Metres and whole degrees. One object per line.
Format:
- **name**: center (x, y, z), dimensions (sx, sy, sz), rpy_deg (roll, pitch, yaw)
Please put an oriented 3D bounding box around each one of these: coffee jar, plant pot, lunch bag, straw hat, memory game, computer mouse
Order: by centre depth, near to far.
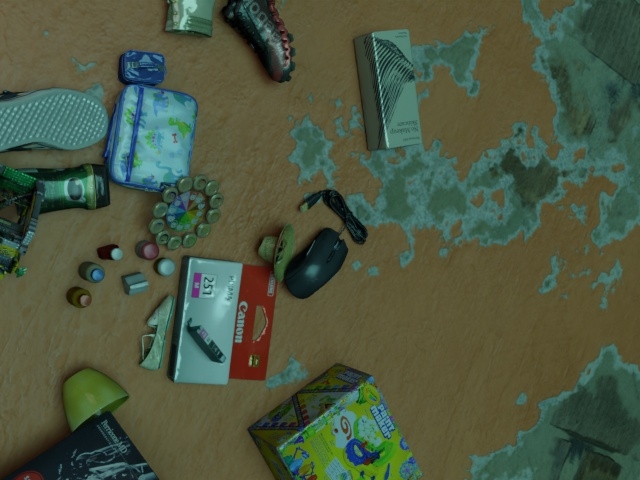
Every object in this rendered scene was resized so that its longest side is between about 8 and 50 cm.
- **coffee jar**: center (-0.517, -0.103, 1.692), dimensions (0.184, 0.079, 0.096), rpy_deg (-7, 100, -26)
- **plant pot**: center (-0.473, 0.317, 1.725), dimensions (0.134, 0.134, 0.095), rpy_deg (-32, 80, -22)
- **lunch bag**: center (-0.369, -0.358, 1.762), dimensions (0.098, 0.065, 0.067), rpy_deg (-1, 93, -27)
- **lunch bag**: center (-0.357, -0.210, 1.766), dimensions (0.176, 0.090, 0.219), rpy_deg (11, 87, -25)
- **memory game**: center (-0.283, -0.059, 1.801), dimensions (0.186, 0.012, 0.186), rpy_deg (-28, 137, -29)
- **straw hat**: center (-0.109, 0.020, 1.914), dimensions (0.061, 0.144, 0.145), rpy_deg (11, 87, 12)
- **computer mouse**: center (0.000, 0.000, 1.963), dimensions (0.262, 0.060, 0.184), rpy_deg (-44, 110, -26)

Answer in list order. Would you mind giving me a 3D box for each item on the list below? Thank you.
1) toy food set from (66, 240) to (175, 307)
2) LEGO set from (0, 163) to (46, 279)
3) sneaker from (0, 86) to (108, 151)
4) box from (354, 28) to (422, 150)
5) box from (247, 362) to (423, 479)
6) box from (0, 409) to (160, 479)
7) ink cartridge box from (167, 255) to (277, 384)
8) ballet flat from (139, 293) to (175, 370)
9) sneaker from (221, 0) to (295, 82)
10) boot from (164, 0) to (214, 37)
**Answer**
- **toy food set**: center (-0.407, 0.064, 1.744), dimensions (0.232, 0.104, 0.111), rpy_deg (-15, 100, -26)
- **LEGO set**: center (-0.657, -0.027, 1.514), dimensions (0.331, 0.192, 0.255), rpy_deg (32, 116, -30)
- **sneaker**: center (-0.573, -0.234, 1.643), dimensions (0.321, 0.127, 0.126), rpy_deg (-13, 106, -51)
- **box**: center (0.162, -0.358, 2.020), dimensions (0.113, 0.094, 0.275), rpy_deg (-13, 98, -26)
- **box**: center (0.037, 0.492, 1.959), dimensions (0.279, 0.177, 0.290), rpy_deg (-32, 106, -22)
- **box**: center (-0.438, 0.563, 1.610), dimensions (0.312, 0.343, 0.179), rpy_deg (-32, 144, -23)
- **ink cartridge box**: center (-0.205, 0.183, 1.883), dimensions (0.238, 0.060, 0.275), rpy_deg (7, 90, -26)
- **ballet flat**: center (-0.353, 0.196, 1.810), dimensions (0.052, 0.057, 0.168), rpy_deg (12, 87, -18)
- **sneaker**: center (-0.144, -0.475, 1.854), dimensions (0.135, 0.097, 0.276), rpy_deg (-20, 100, -25)
- **boot**: center (-0.317, -0.523, 1.776), dimensions (0.213, 0.077, 0.165), rpy_deg (9, 95, -23)
